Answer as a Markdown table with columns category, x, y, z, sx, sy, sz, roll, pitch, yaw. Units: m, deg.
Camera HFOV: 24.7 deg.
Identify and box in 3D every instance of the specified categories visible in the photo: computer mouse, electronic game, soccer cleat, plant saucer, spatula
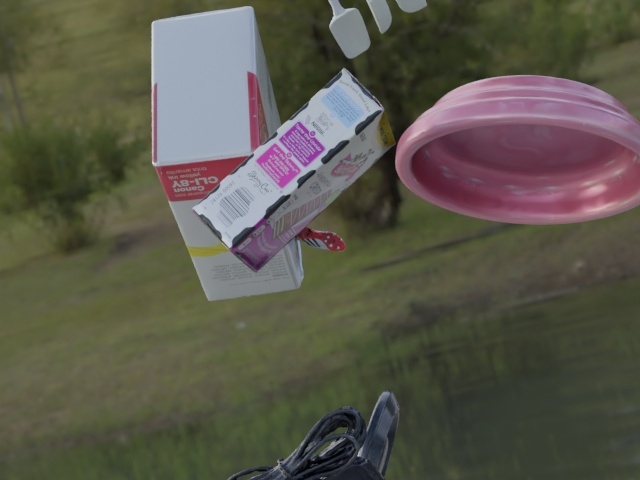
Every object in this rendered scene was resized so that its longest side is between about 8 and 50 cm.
| category | x | y | z | sx | sy | sz | roll | pitch | yaw |
| --- | --- | --- | --- | --- | --- | --- | --- | --- | --- |
| computer mouse | 0.020 | 0.289 | 1.437 | 0.188 | 0.272 | 0.072 | -37 | 47 | 3 |
| electronic game | 0.083 | 0.356 | 2.401 | 0.048 | 0.229 | 0.229 | 15 | 10 | 10 |
| soccer cleat | 0.000 | 0.000 | 2.332 | 0.083 | 0.029 | 0.035 | 17 | -23 | 0 |
| plant saucer | 0.262 | -0.116 | 1.841 | 0.332 | 0.084 | 0.332 | 5 | -20 | 2 |
| spatula | 0.063 | -0.421 | 2.330 | 0.168 | 0.242 | 0.019 | -33 | 39 | -4 |

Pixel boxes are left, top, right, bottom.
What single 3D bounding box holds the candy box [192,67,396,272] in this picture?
| category | x | y | z | sx | sy | sz | roll | pitch | yaw |
| --- | --- | --- | --- | --- | --- | --- | --- | --- | --- |
| candy box | -0.025 | -0.075 | 1.677 | 0.233 | 0.071 | 0.159 | -44 | -13 | -1 |

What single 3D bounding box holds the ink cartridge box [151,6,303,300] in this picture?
| category | x | y | z | sx | sy | sz | roll | pitch | yaw |
| --- | --- | --- | --- | --- | --- | --- | --- | --- | --- |
| ink cartridge box | -0.141 | -0.121 | 2.243 | 0.160 | 0.279 | 0.385 | -8 | -34 | 4 |
